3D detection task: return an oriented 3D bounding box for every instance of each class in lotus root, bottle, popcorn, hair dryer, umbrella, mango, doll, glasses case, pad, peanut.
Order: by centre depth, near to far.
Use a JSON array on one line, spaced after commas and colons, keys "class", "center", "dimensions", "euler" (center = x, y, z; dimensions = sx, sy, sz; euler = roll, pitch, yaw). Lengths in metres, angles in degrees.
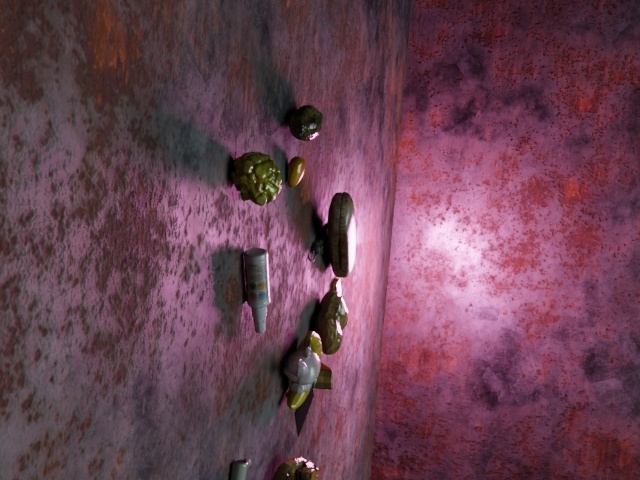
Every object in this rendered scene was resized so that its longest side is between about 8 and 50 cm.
[{"class": "popcorn", "center": [-0.144, -0.139, 1.280], "dimensions": [0.116, 0.121, 0.106], "euler": [-60, -156, 1]}, {"class": "bottle", "center": [-0.152, 0.127, 1.406], "dimensions": [0.060, 0.060, 0.217], "euler": [-51, 143, -64]}, {"class": "hair dryer", "center": [-0.197, 0.583, 1.470], "dimensions": [0.124, 0.038, 0.063], "euler": [39, 59, -81]}, {"class": "lotus root", "center": [-0.039, -0.328, 1.612], "dimensions": [0.080, 0.089, 0.179], "euler": [-45, -172, 27]}, {"class": "mango", "center": [-0.071, -0.192, 1.621], "dimensions": [0.060, 0.046, 0.089], "euler": [18, 91, -72]}, {"class": "doll", "center": [-0.056, 0.389, 1.772], "dimensions": [0.252, 0.111, 0.237], "euler": [-58, 166, -59]}, {"class": "umbrella", "center": [0.004, 0.004, 1.977], "dimensions": [0.044, 0.044, 0.269], "euler": [-41, -168, 33]}, {"class": "pad", "center": [-0.055, 0.577, 2.033], "dimensions": [0.190, 0.004, 0.127], "euler": [-63, 154, -52]}, {"class": "glasses case", "center": [0.077, -0.010, 2.062], "dimensions": [0.425, 0.098, 0.156], "euler": [84, 10, -59]}, {"class": "peanut", "center": [0.040, 0.299, 2.077], "dimensions": [0.196, 0.110, 0.233], "euler": [87, 17, -46]}]

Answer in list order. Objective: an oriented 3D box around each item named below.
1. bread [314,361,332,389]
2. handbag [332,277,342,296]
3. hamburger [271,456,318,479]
[{"class": "bread", "center": [0.014, 0.488, 2.092], "dimensions": [0.139, 0.084, 0.073], "euler": [6, 87, -77]}, {"class": "handbag", "center": [0.064, 0.194, 2.288], "dimensions": [0.061, 0.027, 0.083], "euler": [-60, 149, -53]}, {"class": "hamburger", "center": [-0.088, 0.801, 1.758], "dimensions": [0.284, 0.135, 0.265], "euler": [81, 13, -58]}]
